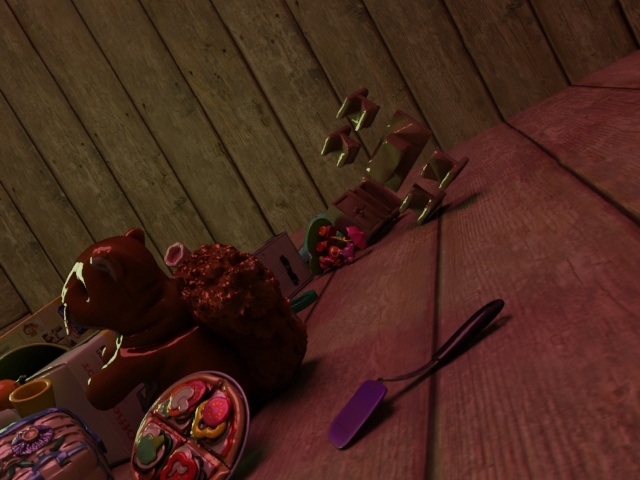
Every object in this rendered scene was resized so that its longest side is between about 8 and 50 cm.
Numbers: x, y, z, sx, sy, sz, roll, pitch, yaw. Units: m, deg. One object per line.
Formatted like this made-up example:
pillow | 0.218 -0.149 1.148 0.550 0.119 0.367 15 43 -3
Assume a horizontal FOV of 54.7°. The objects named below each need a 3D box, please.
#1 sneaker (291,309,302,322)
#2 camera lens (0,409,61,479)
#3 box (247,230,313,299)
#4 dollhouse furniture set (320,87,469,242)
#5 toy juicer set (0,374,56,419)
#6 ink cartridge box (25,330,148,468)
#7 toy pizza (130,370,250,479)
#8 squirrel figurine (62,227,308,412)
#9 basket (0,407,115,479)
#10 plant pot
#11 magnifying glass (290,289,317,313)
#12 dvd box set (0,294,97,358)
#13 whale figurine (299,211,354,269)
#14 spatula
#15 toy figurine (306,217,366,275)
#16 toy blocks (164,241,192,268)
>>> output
sneaker | -0.146 0.171 1.451 0.115 0.105 0.281 -42 16 -11
camera lens | -0.645 0.443 1.145 0.219 0.219 0.274 -26 8 29
box | -0.157 0.111 1.743 0.087 0.169 0.290 -27 9 38
dollhouse furniture set | 0.202 -0.206 1.845 0.256 0.362 0.394 -41 -16 -50
toy juicer set | -0.627 0.313 1.021 0.209 0.089 0.329 5 25 41
ink cartridge box | -0.401 0.283 1.270 0.131 0.226 0.306 -28 9 24
toy pizza | -0.187 0.271 0.856 0.201 0.032 0.201 -18 48 21
squirrel figurine | -0.233 0.133 1.062 0.397 0.370 0.281 -28 7 14
basket | -0.436 0.368 0.925 0.255 0.201 0.289 -34 17 -35
plant pot | -0.617 0.369 1.502 0.275 0.274 0.293 -30 -2 -2
magnifying glass | -0.106 0.192 1.556 0.231 0.026 0.092 -30 7 -19
dvd box set | -0.691 0.316 1.722 0.062 0.307 0.420 -26 14 43
whale figurine | 0.000 0.000 1.973 0.216 0.141 0.272 -23 10 40
spatula | 0.128 0.163 0.804 0.296 0.030 0.084 -32 5 -15
toy figurine | 0.056 0.019 1.776 0.159 0.173 0.130 1 -15 43
toy blocks | -0.449 0.177 1.543 0.309 0.260 0.288 -33 51 18
